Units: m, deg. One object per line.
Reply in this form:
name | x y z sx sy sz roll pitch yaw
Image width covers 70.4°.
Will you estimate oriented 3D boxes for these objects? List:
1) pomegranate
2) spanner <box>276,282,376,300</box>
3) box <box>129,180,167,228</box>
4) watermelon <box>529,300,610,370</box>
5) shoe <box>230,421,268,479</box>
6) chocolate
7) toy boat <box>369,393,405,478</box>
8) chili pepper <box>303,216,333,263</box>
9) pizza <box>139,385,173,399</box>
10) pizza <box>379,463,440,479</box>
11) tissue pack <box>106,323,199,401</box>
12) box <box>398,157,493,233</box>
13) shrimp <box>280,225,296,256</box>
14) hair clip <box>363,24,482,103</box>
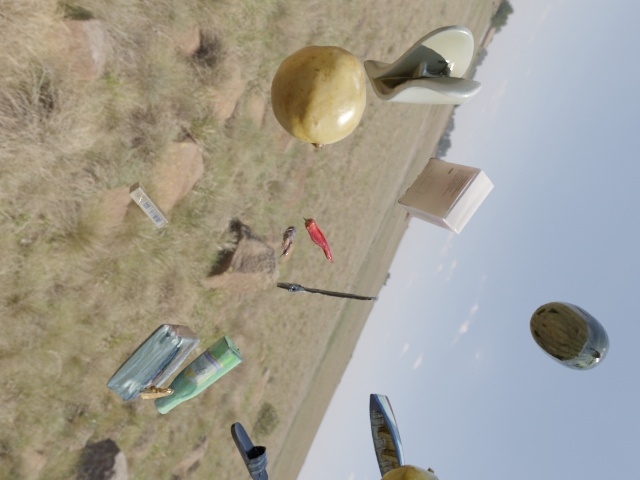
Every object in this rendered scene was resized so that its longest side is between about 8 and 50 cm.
pomegranate | 0.000 -0.436 1.351 0.307 0.307 0.308 24 90 -82
spanner | 0.010 0.157 1.375 0.093 0.325 0.026 14 82 -68
box | -0.320 -0.066 0.844 0.024 0.083 0.053 -37 -152 -6
watermelon | 0.327 0.125 0.596 0.111 0.078 0.078 -123 -129 -63
shoe | -0.166 0.539 1.154 0.049 0.179 0.071 -26 -175 7
chocolate | -0.386 0.426 1.422 0.291 0.110 0.110 -38 167 -9
toy boat | 0.152 0.453 1.019 0.080 0.045 0.229 -19 -99 54
chili pepper | 0.000 0.000 1.334 0.178 0.027 0.045 61 30 -21
pizza | -0.410 0.367 1.109 0.078 0.083 0.025 59 21 -55
pizza | 0.138 0.407 0.735 0.204 0.081 0.188 -18 150 -39
tissue pack | -0.497 0.361 1.391 0.228 0.103 0.316 -47 176 -13
box | 0.418 -0.158 1.540 0.203 0.106 0.251 -52 -149 -3
shrimp | -0.079 -0.004 1.093 0.038 0.029 0.093 88 13 -56
hair clip | 0.193 -0.291 0.810 0.282 0.172 0.114 -140 -130 -76
